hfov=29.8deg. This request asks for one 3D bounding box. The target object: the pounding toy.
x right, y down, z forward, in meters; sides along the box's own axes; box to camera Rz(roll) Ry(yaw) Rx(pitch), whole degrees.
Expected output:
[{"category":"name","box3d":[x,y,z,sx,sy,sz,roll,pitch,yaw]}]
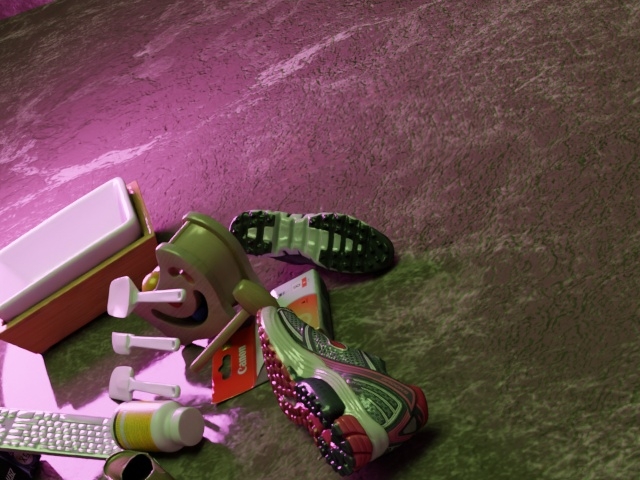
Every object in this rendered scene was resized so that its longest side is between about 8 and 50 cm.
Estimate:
[{"category":"pounding toy","box3d":[-0.181,0.072,1.594,0.269,0.154,0.155,-20,26,51]}]

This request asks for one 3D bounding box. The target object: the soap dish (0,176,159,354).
[{"category":"soap dish","box3d":[-0.390,0.041,1.932,0.291,0.118,0.229,-32,29,0]}]

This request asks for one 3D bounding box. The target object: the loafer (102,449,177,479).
[{"category":"loafer","box3d":[-0.222,0.281,1.462,0.148,0.050,0.056,7,47,49]}]

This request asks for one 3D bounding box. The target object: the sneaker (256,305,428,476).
[{"category":"sneaker","box3d":[0.013,0.160,1.368,0.112,0.120,0.299,-22,31,-17]}]

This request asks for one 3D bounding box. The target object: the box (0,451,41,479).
[{"category":"box","box3d":[-0.484,0.337,1.606,0.180,0.077,0.147,-20,31,23]}]

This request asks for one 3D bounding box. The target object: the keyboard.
[{"category":"keyboard","box3d":[-0.365,0.251,1.576,0.256,0.014,0.072,4,41,8]}]

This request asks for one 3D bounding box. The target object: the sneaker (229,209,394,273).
[{"category":"sneaker","box3d":[0.000,0.000,1.644,0.234,0.078,0.106,7,0,23]}]

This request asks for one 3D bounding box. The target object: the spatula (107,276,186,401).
[{"category":"spatula","box3d":[-0.235,0.130,1.584,0.242,0.019,0.168,-7,78,60]}]

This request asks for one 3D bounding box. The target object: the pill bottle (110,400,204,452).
[{"category":"pill bottle","box3d":[-0.202,0.232,1.503,0.116,0.065,0.065,-7,37,39]}]

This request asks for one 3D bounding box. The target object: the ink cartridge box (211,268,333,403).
[{"category":"ink cartridge box","box3d":[-0.072,0.123,1.569,0.179,0.045,0.145,-24,29,10]}]
